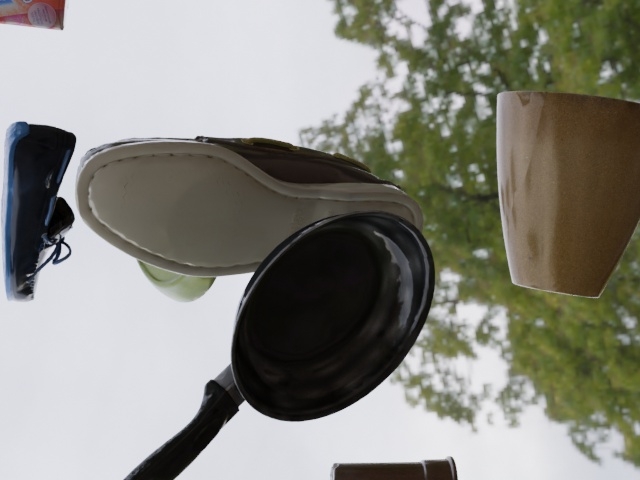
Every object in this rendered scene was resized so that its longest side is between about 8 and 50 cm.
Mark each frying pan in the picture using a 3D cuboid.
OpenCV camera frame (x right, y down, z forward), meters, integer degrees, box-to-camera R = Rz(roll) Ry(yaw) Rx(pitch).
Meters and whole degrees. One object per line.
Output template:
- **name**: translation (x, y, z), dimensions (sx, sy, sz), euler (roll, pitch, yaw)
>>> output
- **frying pan**: translation (-0.030, 0.111, 0.859), dimensions (0.197, 0.053, 0.326), euler (32, -84, -44)

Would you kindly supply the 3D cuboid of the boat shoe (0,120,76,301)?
- **boat shoe**: translation (-0.336, -0.021, 1.254), dimensions (0.089, 0.258, 0.109), euler (-1, -133, -21)

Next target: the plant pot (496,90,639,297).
- **plant pot**: translation (0.337, -0.057, 1.411), dimensions (0.237, 0.237, 0.254), euler (5, -85, -55)

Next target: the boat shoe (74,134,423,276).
- **boat shoe**: translation (-0.065, -0.037, 0.916), dimensions (0.324, 0.097, 0.116), euler (5, -65, -30)

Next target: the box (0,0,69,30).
- **box**: translation (-0.424, -0.413, 1.462), dimensions (0.300, 0.154, 0.142), euler (-106, 23, -59)

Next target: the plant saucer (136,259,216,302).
- **plant saucer**: translation (-0.232, -0.022, 1.619), dimensions (0.037, 0.241, 0.241), euler (-4, -97, -41)

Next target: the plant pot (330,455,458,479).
- **plant pot**: translation (0.093, 0.372, 1.417), dimensions (0.167, 0.165, 0.167), euler (-176, 90, -88)
